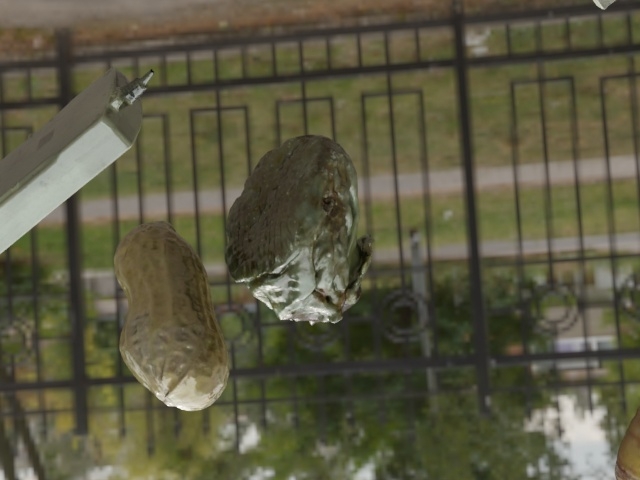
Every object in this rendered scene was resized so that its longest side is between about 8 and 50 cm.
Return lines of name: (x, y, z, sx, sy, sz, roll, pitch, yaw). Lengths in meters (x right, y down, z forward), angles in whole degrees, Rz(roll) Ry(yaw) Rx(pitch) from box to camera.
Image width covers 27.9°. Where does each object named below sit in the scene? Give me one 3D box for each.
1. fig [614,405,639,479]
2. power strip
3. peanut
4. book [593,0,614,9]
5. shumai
fig: (0.406, 0.240, 1.391, 0.143, 0.160, 0.231, 29, -179, -2)
power strip: (-0.182, -0.032, 0.790, 0.227, 0.029, 0.080, -37, -154, 17)
peanut: (-0.149, 0.071, 1.263, 0.099, 0.214, 0.090, -26, 145, 15)
book: (0.435, -0.416, 1.753, 0.199, 0.016, 0.138, -36, 136, 13)
shumai: (0.003, -0.005, 1.264, 0.142, 0.184, 0.184, 20, 163, -29)
